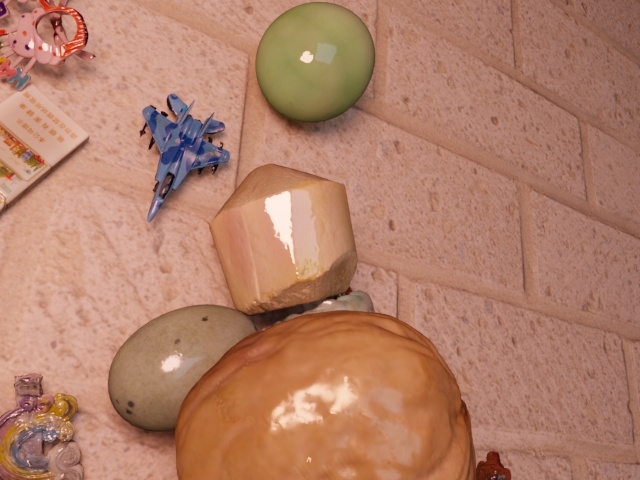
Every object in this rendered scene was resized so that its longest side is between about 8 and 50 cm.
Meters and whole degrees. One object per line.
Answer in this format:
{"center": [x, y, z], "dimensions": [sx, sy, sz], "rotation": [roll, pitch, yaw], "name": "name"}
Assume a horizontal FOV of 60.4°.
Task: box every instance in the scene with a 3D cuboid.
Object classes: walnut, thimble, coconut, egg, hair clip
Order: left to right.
{"center": [-0.387, 0.267, 0.740], "dimensions": [0.116, 0.049, 0.172], "rotation": [-5, 86, -22], "name": "hair clip"}
{"center": [-0.194, 0.184, 0.814], "dimensions": [0.236, 0.169, 0.169], "rotation": [-16, 84, -37], "name": "egg"}
{"center": [-0.064, -0.009, 0.929], "dimensions": [0.239, 0.239, 0.244], "rotation": [-10, 85, -36], "name": "coconut"}
{"center": [-0.007, -0.351, 1.085], "dimensions": [0.220, 0.220, 0.270], "rotation": [50, 44, -11], "name": "egg"}
{"center": [0.004, 0.183, 0.941], "dimensions": [0.211, 0.185, 0.149], "rotation": [-17, 84, -28], "name": "thimble"}
{"center": [0.012, 0.265, 0.684], "dimensions": [0.381, 0.381, 0.381], "rotation": [11, 69, -31], "name": "walnut"}

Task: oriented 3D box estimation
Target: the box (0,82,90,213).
{"center": [-0.469, -0.129, 0.815], "dimensions": [0.122, 0.032, 0.220], "rotation": [43, 56, -14], "name": "box"}

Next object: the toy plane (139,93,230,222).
{"center": [-0.249, -0.134, 0.942], "dimensions": [0.169, 0.078, 0.246], "rotation": [28, 68, -24], "name": "toy plane"}

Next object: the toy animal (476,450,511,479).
{"center": [0.262, 0.536, 1.019], "dimensions": [0.097, 0.157, 0.312], "rotation": [42, 55, -15], "name": "toy animal"}

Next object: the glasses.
{"center": [-0.463, -0.357, 0.876], "dimensions": [0.162, 0.095, 0.255], "rotation": [-18, 79, -11], "name": "glasses"}

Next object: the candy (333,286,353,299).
{"center": [-0.001, 0.001, 1.074], "dimensions": [0.086, 0.059, 0.292], "rotation": [-17, 84, -33], "name": "candy"}
